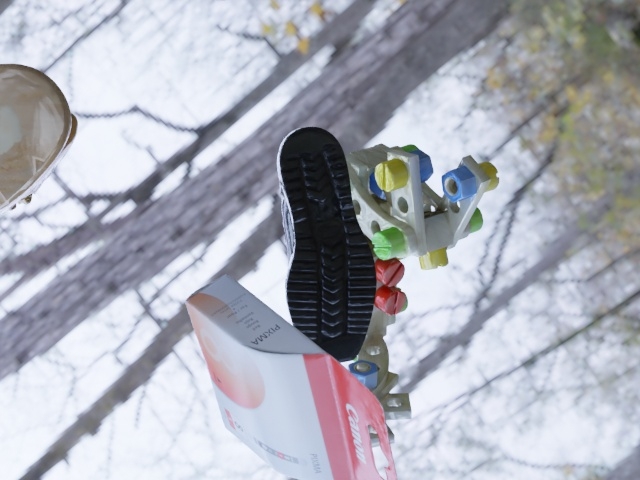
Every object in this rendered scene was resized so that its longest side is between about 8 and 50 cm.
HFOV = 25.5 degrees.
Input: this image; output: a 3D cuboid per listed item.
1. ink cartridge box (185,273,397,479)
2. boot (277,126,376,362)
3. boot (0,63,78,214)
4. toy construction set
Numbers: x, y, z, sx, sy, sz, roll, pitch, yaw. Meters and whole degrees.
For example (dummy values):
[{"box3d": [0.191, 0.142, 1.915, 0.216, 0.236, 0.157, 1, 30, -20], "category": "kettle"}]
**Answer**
[{"box3d": [-0.018, 0.124, 0.999, 0.179, 0.045, 0.145, 39, 152, 41], "category": "ink cartridge box"}, {"box3d": [0.000, 0.000, 1.217, 0.137, 0.077, 0.197, -143, 50, -82], "category": "boot"}, {"box3d": [-0.249, -0.076, 1.100, 0.104, 0.295, 0.211, 61, -147, -4], "category": "boot"}, {"box3d": [0.064, 0.041, 1.449, 0.151, 0.327, 0.215, -3, -156, -40], "category": "toy construction set"}]
